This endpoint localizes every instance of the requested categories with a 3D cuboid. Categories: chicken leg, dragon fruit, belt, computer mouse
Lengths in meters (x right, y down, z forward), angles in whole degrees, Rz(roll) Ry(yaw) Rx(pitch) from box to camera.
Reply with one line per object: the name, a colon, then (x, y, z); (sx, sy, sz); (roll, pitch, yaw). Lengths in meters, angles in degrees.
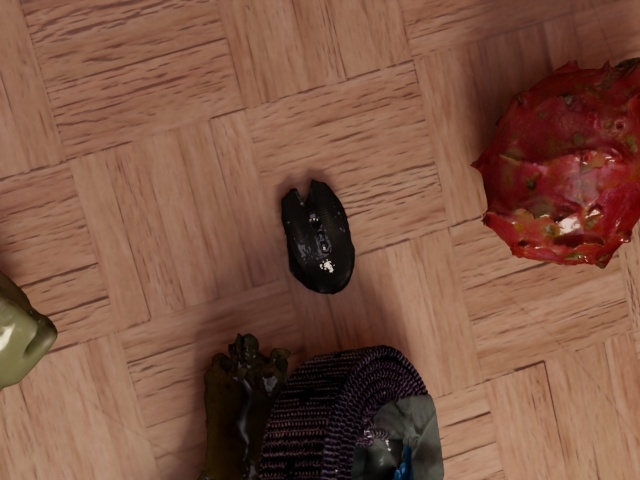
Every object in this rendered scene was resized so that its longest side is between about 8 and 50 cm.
chicken leg: (-0.078, 0.311, 1.644); (0.201, 0.152, 0.429); (-3, 96, -25)
dragon fruit: (0.285, -0.097, 1.611); (0.268, 0.210, 0.205); (-55, 150, 4)
belt: (0.038, 0.277, 1.598); (0.260, 0.122, 0.325); (28, 59, -49)
computer mouse: (0.000, 0.000, 1.630); (0.079, 0.047, 0.135); (-19, 105, -11)

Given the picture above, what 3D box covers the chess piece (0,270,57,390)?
chess piece: (-0.471, 0.204, 1.466); (0.234, 0.234, 0.442); (40, 87, -20)
